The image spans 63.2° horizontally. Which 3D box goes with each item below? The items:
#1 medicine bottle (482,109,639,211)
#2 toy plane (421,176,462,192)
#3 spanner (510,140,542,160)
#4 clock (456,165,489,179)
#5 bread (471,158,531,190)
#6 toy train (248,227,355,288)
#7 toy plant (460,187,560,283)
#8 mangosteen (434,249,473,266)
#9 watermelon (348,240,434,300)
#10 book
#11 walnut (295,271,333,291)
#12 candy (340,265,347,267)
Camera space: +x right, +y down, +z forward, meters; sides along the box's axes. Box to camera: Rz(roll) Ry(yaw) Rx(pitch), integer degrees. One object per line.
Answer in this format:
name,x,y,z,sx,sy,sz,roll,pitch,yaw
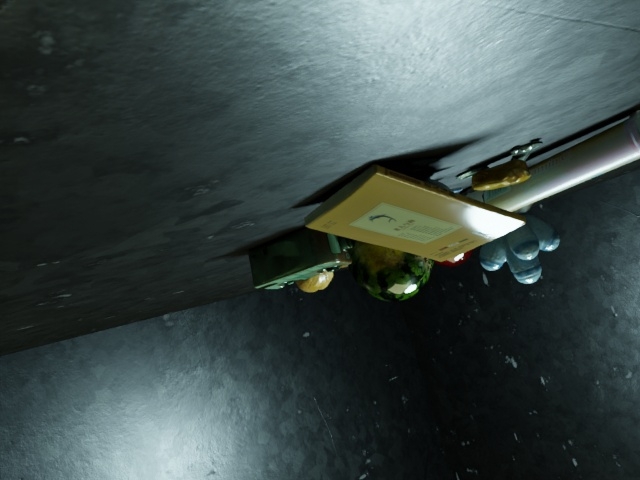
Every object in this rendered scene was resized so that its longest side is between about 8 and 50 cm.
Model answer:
medicine bottle,0.603,-0.175,1.304,0.108,0.108,0.426,-12,170,-36
toy plane,0.221,-0.070,1.242,0.266,0.123,0.267,-15,175,-1
spanner,0.489,-0.200,1.274,0.071,0.018,0.302,-18,172,14
clock,0.376,-0.167,1.289,0.083,0.010,0.074,-21,173,36
bread,0.429,-0.152,1.242,0.132,0.053,0.074,-14,173,33
toy train,-0.058,0.045,1.471,0.326,0.129,0.159,-20,166,33
toy plant,0.590,-0.027,1.595,0.247,0.332,0.247,-19,174,-2
mangosteen,0.497,-0.018,2.031,0.215,0.215,0.257,-19,-164,17
watermelon,0.206,0.047,1.537,0.268,0.269,0.269,-16,173,-2
book,0.195,-0.040,1.089,0.388,0.032,0.269,15,153,-28
walnut,-0.032,0.141,2.195,0.159,0.159,0.206,-14,172,-21
candy,0.137,0.018,1.866,0.143,0.101,0.271,-4,160,-39
